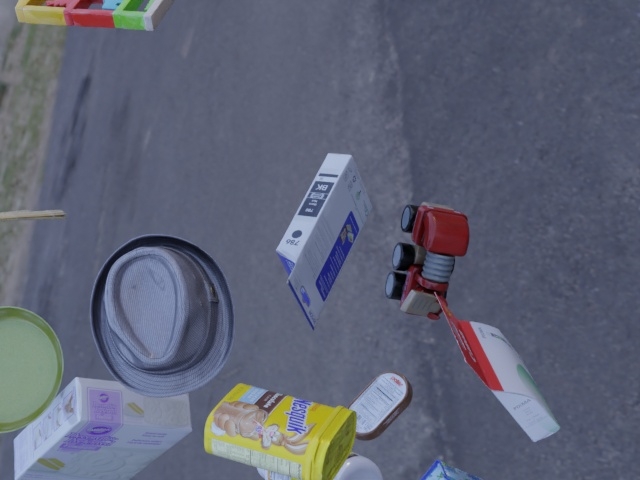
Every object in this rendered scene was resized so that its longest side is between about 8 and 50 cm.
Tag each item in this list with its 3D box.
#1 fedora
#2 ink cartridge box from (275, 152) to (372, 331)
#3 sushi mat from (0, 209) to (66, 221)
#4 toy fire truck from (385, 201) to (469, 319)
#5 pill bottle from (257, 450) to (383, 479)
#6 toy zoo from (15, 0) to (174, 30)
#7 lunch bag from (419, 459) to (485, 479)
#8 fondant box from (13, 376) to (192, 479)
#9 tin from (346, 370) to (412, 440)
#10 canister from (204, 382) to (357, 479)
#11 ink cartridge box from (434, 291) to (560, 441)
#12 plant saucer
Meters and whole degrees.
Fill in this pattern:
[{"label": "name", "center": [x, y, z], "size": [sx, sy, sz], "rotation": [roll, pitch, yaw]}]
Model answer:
[{"label": "fedora", "center": [-0.268, 0.119, 1.629], "size": [0.124, 0.243, 0.275], "rotation": [73, -169, -82]}, {"label": "ink cartridge box", "center": [0.000, 0.000, 1.975], "size": [0.065, 0.165, 0.333], "rotation": [7, 52, 27]}, {"label": "sushi mat", "center": [-0.587, -0.035, 1.624], "size": [0.151, 0.316, 0.019], "rotation": [0, 94, 47]}, {"label": "toy fire truck", "center": [0.207, 0.054, 1.897], "size": [0.246, 0.158, 0.217], "rotation": [-125, 47, -70]}, {"label": "pill bottle", "center": [-0.009, 0.372, 1.575], "size": [0.215, 0.117, 0.117], "rotation": [11, 86, 52]}, {"label": "toy zoo", "center": [-0.399, -0.433, 1.741], "size": [0.192, 0.293, 0.030], "rotation": [-72, -17, -48]}, {"label": "lunch bag", "center": [0.212, 0.466, 1.703], "size": [0.151, 0.129, 0.096], "rotation": [-55, 30, 13]}, {"label": "fondant box", "center": [-0.440, 0.390, 1.988], "size": [0.330, 0.238, 0.096], "rotation": [-42, 47, 41]}, {"label": "tin", "center": [0.139, 0.396, 2.392], "size": [0.190, 0.040, 0.106], "rotation": [-45, 58, -10]}, {"label": "canister", "center": [-0.053, 0.253, 1.310], "size": [0.126, 0.170, 0.073], "rotation": [-43, -40, -60]}, {"label": "ink cartridge box", "center": [0.275, 0.186, 1.555], "size": [0.056, 0.225, 0.181], "rotation": [-33, 32, 10]}, {"label": "plant saucer", "center": [-0.602, 0.247, 1.904], "size": [0.037, 0.241, 0.241], "rotation": [65, -146, -76]}]
